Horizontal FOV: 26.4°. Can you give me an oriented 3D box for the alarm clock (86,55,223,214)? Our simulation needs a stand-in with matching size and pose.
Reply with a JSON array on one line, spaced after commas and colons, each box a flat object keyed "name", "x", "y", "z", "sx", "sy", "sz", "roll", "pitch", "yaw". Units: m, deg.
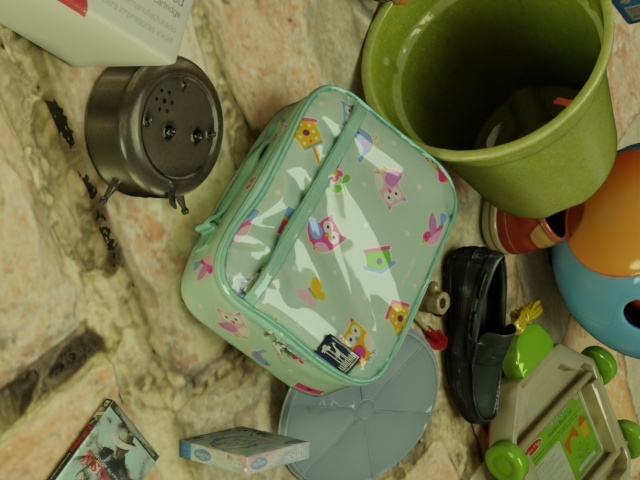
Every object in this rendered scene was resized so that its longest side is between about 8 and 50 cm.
[{"name": "alarm clock", "x": -0.143, "y": -0.122, "z": 1.228, "sx": 0.129, "sy": 0.064, "sz": 0.192, "roll": 6, "pitch": 87, "yaw": -50}]

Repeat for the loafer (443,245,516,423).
[{"name": "loafer", "x": 0.196, "y": 0.117, "z": 1.645, "sx": 0.076, "sy": 0.078, "sz": 0.223, "roll": -17, "pitch": 107, "yaw": -48}]

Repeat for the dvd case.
[{"name": "dvd case", "x": -0.201, "y": 0.215, "z": 1.228, "sx": 0.119, "sy": 0.013, "sz": 0.087, "roll": -56, "pitch": 132, "yaw": -31}]

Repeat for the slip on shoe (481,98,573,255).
[{"name": "slip on shoe", "x": 0.293, "y": -0.137, "z": 1.719, "sx": 0.123, "sy": 0.101, "sz": 0.331, "roll": 31, "pitch": 69, "yaw": -46}]

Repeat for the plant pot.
[{"name": "plant pot", "x": 0.217, "y": -0.156, "z": 1.531, "sx": 0.254, "sy": 0.276, "sz": 0.276, "roll": 47, "pitch": 58, "yaw": -56}]

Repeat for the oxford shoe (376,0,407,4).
[{"name": "oxford shoe", "x": 0.005, "y": -0.360, "z": 1.352, "sx": 0.363, "sy": 0.133, "sz": 0.130, "roll": 61, "pitch": 17, "yaw": -53}]

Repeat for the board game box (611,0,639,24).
[{"name": "board game box", "x": 0.363, "y": -0.471, "z": 1.690, "sx": 0.308, "sy": 0.086, "sz": 0.302, "roll": 28, "pitch": 57, "yaw": -56}]

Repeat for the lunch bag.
[{"name": "lunch bag", "x": 0.000, "y": 0.000, "z": 1.338, "sx": 0.224, "sy": 0.108, "sz": 0.279, "roll": 40, "pitch": 60, "yaw": -22}]

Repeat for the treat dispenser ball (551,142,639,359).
[{"name": "treat dispenser ball", "x": 0.444, "y": 0.013, "z": 1.769, "sx": 0.288, "sy": 0.288, "sz": 0.288, "roll": -7, "pitch": 100, "yaw": -50}]

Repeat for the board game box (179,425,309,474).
[{"name": "board game box", "x": -0.073, "y": 0.202, "z": 1.321, "sx": 0.090, "sy": 0.090, "sz": 0.020, "roll": -4, "pitch": 97, "yaw": -49}]

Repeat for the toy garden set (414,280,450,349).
[{"name": "toy garden set", "x": 0.089, "y": 0.093, "z": 1.537, "sx": 0.204, "sy": 0.049, "sz": 0.244, "roll": -54, "pitch": 132, "yaw": -32}]

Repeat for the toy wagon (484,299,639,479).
[{"name": "toy wagon", "x": 0.306, "y": 0.239, "z": 1.775, "sx": 0.267, "sy": 0.068, "sz": 0.344, "roll": -36, "pitch": 107, "yaw": -43}]

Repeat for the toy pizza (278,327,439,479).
[{"name": "toy pizza", "x": 0.039, "y": 0.174, "z": 1.463, "sx": 0.201, "sy": 0.032, "sz": 0.201, "roll": -14, "pitch": 120, "yaw": -27}]

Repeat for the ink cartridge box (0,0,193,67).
[{"name": "ink cartridge box", "x": -0.189, "y": -0.320, "z": 1.095, "sx": 0.226, "sy": 0.131, "sz": 0.306, "roll": 27, "pitch": 75, "yaw": -48}]
